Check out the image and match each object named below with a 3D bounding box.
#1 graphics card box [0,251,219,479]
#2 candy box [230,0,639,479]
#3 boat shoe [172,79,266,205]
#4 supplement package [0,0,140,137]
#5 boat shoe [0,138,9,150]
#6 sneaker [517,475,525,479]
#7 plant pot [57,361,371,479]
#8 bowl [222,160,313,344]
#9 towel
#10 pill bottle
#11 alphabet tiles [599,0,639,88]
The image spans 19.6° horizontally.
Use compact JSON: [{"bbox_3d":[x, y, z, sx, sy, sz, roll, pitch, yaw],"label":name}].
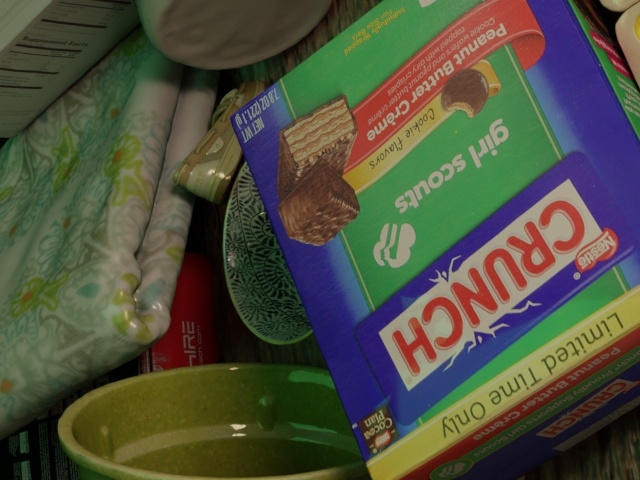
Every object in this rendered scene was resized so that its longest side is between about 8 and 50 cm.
[{"bbox_3d":[-0.228,0.159,1.766,0.371,0.094,0.233,-21,70,49],"label":"graphics card box"},{"bbox_3d":[0.111,-0.018,1.259,0.268,0.122,0.317,-35,60,23],"label":"candy box"},{"bbox_3d":[-0.083,-0.090,1.577,0.056,0.048,0.153,111,178,-45],"label":"boat shoe"},{"bbox_3d":[-0.274,-0.213,1.664,0.244,0.134,0.139,-36,72,31],"label":"supplement package"},{"bbox_3d":[-0.406,-0.063,2.002,0.123,0.123,0.342,-24,72,52],"label":"boat shoe"},{"bbox_3d":[0.099,0.113,1.371,0.094,0.080,0.212,146,127,-59],"label":"sneaker"},{"bbox_3d":[-0.060,0.254,1.430,0.276,0.276,0.254,18,113,52],"label":"plant pot"},{"bbox_3d":[0.000,0.000,1.491,0.170,0.080,0.170,-6,83,52],"label":"bowl"},{"bbox_3d":[-0.232,-0.004,1.658,0.320,0.090,0.374,-34,35,39],"label":"towel"},{"bbox_3d":[-0.107,-0.309,1.583,0.169,0.169,0.301,-46,52,40],"label":"pill bottle"},{"bbox_3d":[0.281,-0.198,1.129,0.284,0.021,0.278,-31,76,44],"label":"alphabet tiles"}]
